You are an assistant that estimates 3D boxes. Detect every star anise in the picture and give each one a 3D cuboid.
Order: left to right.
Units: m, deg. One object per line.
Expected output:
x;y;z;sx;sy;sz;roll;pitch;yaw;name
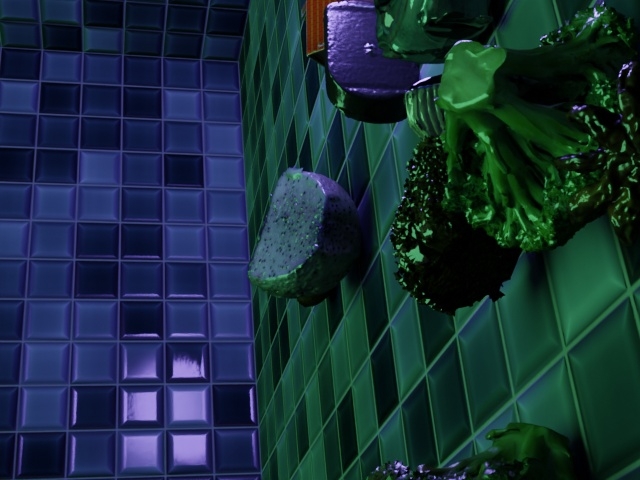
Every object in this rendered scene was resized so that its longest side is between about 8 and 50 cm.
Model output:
0.315;-0.055;0.857;0.177;0.234;0.073;-58;-15;21;star anise

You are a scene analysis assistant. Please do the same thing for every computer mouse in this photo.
0.087;-0.322;1.787;0.087;0.168;0.295;106;164;-54;computer mouse

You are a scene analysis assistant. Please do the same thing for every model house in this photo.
0.050;-0.473;1.998;0.207;0.154;0.293;127;143;-72;model house

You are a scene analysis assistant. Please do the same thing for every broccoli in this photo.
0.196;0.328;1.076;0.307;0.308;0.275;112;180;-59;broccoli
0.225;-0.121;1.030;0.269;0.242;0.261;16;85;48;broccoli

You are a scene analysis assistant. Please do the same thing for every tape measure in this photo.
0.166;-0.403;1.477;0.275;0.147;0.256;149;122;-74;tape measure

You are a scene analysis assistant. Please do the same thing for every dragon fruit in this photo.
0.000;0.000;2.120;0.221;0.204;0.282;2;73;50;dragon fruit

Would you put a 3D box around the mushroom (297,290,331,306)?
-0.028;0.051;2.392;0.194;0.138;0.231;-62;37;36;mushroom

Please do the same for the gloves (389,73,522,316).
0.183;-0.060;1.225;0.135;0.210;0.312;-9;80;54;gloves
